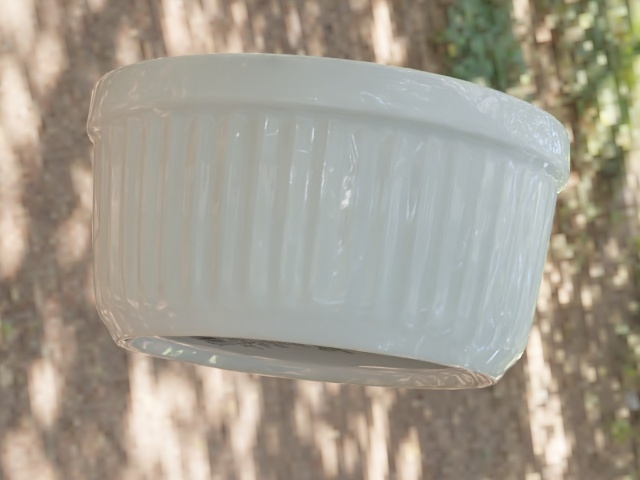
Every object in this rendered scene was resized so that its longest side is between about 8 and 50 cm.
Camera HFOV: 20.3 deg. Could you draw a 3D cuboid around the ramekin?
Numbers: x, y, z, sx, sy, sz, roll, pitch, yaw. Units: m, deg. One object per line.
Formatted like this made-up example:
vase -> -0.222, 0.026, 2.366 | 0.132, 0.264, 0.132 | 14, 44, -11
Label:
ramekin -> 0.000, 0.000, 0.763 | 0.207, 0.207, 0.109 | 28, 67, -67
